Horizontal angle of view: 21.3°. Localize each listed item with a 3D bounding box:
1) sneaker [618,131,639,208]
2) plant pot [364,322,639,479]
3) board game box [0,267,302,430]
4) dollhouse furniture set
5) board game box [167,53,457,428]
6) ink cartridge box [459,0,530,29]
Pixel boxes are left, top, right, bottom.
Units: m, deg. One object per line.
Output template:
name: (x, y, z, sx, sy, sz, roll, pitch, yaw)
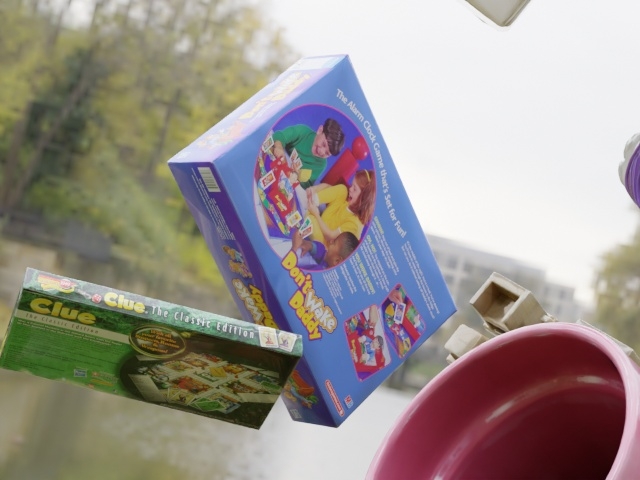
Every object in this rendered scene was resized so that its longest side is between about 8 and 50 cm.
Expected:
sneaker: (0.284, -0.094, 1.319, 0.068, 0.170, 0.071, 10, 27, -4)
plant pot: (0.153, 0.181, 1.035, 0.180, 0.201, 0.201, 45, -20, -29)
board game box: (-0.159, 0.103, 1.576, 0.260, 0.030, 0.136, 15, -38, -12)
dollhouse furniture set: (0.147, 0.145, 1.310, 0.161, 0.182, 0.101, 32, -12, 47)
board game box: (0.000, 0.000, 1.903, 0.078, 0.347, 0.233, 2, 34, 47)
ink cartridge box: (0.105, -0.276, 1.384, 0.207, 0.117, 0.283, 39, 8, 0)
